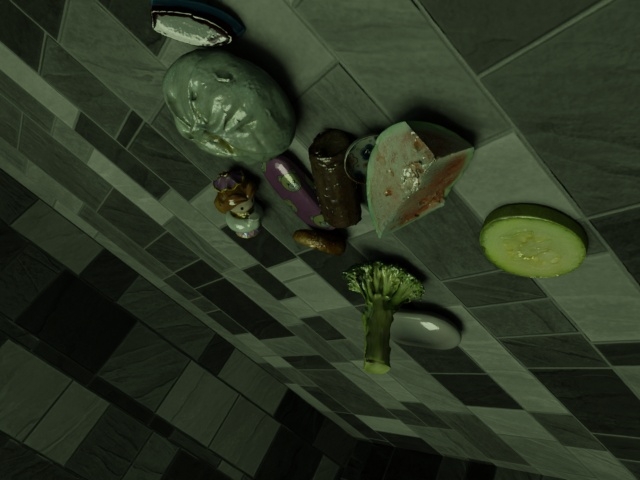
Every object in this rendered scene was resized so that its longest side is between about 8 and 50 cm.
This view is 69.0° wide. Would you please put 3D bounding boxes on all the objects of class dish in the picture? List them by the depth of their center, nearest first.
[{"bbox_3d":[0.121,-0.222,1.188,0.141,0.078,0.141,-7,131,-8],"label":"dish"}]

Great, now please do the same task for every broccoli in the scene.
[{"bbox_3d":[0.212,0.242,1.513,0.252,0.361,0.221,5,156,-34],"label":"broccoli"}]

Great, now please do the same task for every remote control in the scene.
[{"bbox_3d":[0.357,0.327,1.724,0.332,0.103,0.221,0,143,40],"label":"remote control"}]

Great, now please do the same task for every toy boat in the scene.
[{"bbox_3d":[-0.289,-0.518,1.100,0.223,0.097,0.100,13,144,-1],"label":"toy boat"}]

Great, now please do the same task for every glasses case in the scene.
[{"bbox_3d":[-0.062,-0.142,1.445,0.123,0.075,0.316,-4,136,48],"label":"glasses case"}]

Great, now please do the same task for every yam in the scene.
[{"bbox_3d":[0.041,-0.160,1.292,0.131,0.131,0.279,15,145,24],"label":"yam"}]

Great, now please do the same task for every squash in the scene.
[{"bbox_3d":[0.535,0.011,1.181,0.252,0.048,0.252,21,147,14],"label":"squash"}]

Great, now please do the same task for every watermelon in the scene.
[{"bbox_3d":[0.211,-0.141,1.107,0.224,0.180,0.305,24,141,0],"label":"watermelon"}]

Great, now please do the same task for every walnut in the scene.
[{"bbox_3d":[-0.357,-0.132,1.738,0.121,0.052,0.091,-13,125,46],"label":"walnut"}]

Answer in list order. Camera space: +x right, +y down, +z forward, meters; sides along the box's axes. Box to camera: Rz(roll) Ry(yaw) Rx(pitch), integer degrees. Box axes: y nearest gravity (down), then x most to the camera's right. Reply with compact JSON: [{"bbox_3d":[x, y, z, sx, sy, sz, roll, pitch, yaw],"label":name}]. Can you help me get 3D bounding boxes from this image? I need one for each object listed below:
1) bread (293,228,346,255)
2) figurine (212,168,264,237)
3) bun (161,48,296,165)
[{"bbox_3d":[0.000,0.000,1.548,0.193,0.063,0.193,17,-179,0],"label":"bread"},{"bbox_3d":[-0.277,-0.128,1.593,0.190,0.142,0.263,31,152,28],"label":"figurine"},{"bbox_3d":[-0.243,-0.320,1.199,0.355,0.194,0.354,19,160,7],"label":"bun"}]
